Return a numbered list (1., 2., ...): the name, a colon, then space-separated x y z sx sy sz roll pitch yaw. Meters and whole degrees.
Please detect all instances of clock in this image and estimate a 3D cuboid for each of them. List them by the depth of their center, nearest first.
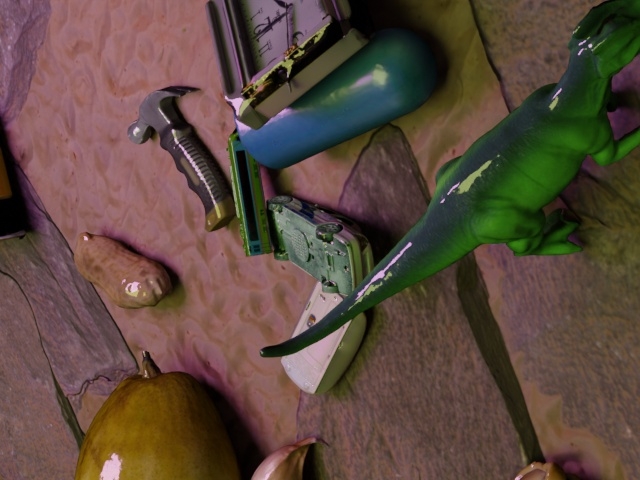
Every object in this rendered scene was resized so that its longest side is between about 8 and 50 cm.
1. clock: -0.040 -0.266 1.437 0.186 0.083 0.253 -36 45 23

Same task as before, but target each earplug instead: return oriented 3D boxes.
1. earplug: 0.029 -0.186 1.474 0.273 0.132 0.132 -16 96 42

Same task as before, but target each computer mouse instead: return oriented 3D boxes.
1. computer mouse: 0.005 0.136 1.678 0.102 0.045 0.199 42 131 24

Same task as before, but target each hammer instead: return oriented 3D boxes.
1. hammer: -0.198 -0.124 1.766 0.159 0.041 0.226 -41 77 46

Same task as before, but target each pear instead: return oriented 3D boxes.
1. pear: -0.259 0.362 1.871 0.287 0.287 0.375 -14 79 45

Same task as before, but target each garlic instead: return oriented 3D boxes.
1. garlic: -0.065 0.402 1.805 0.128 0.115 0.206 12 112 46

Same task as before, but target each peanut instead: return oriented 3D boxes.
1. peanut: -0.331 0.053 1.926 0.214 0.099 0.099 30 125 29

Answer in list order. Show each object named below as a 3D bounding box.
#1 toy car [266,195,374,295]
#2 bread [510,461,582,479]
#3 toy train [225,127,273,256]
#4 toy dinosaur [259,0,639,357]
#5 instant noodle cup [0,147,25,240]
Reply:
1. toy car: 0.000 0.000 1.606 0.224 0.076 0.090 32 135 54
2. bread: 0.319 0.370 1.456 0.225 0.081 0.134 47 127 21
3. toy train: -0.105 -0.082 1.661 0.044 0.042 0.209 164 97 -81
4. toy dinosaur: 0.145 -0.040 1.227 0.144 0.500 0.374 55 170 23
5. instant noodle cup: -0.648 -0.106 2.092 0.216 0.215 0.236 -1 99 43
